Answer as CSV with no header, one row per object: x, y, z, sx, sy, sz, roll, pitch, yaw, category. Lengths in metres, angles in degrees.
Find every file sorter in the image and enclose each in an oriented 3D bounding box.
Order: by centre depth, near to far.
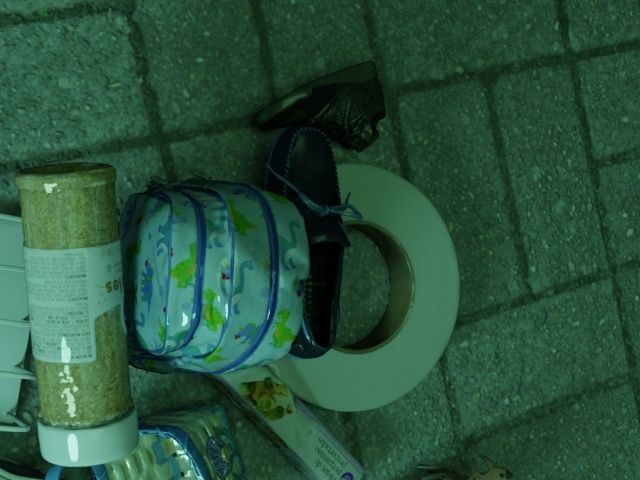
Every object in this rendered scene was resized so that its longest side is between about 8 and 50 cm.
-0.449,0.094,1.360,0.192,0.173,0.278,11,83,-27,file sorter

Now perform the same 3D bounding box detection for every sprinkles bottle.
-0.294,0.087,1.290,0.121,0.121,0.355,-8,101,-27,sprinkles bottle

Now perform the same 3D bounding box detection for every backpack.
-0.153,0.048,1.388,0.273,0.355,0.290,13,85,-44,backpack

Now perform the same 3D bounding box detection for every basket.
-0.222,0.354,1.427,0.289,0.201,0.255,-33,106,-51,basket

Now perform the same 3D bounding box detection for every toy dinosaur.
0.149,0.439,1.695,0.295,0.127,0.200,4,79,-15,toy dinosaur

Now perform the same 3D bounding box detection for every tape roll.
0.041,0.072,1.672,0.392,0.072,0.392,1,89,-28,tape roll

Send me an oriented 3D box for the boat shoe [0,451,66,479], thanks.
-0.435,0.325,1.413,0.254,0.079,0.095,17,79,-28,boat shoe

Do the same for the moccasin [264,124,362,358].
0.000,0.000,1.546,0.137,0.117,0.342,-5,91,-27,moccasin

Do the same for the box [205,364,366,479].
-0.055,0.267,1.593,0.063,0.067,0.324,-51,120,-21,box

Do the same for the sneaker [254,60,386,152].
0.011,-0.188,1.653,0.227,0.087,0.130,-23,93,-31,sneaker
